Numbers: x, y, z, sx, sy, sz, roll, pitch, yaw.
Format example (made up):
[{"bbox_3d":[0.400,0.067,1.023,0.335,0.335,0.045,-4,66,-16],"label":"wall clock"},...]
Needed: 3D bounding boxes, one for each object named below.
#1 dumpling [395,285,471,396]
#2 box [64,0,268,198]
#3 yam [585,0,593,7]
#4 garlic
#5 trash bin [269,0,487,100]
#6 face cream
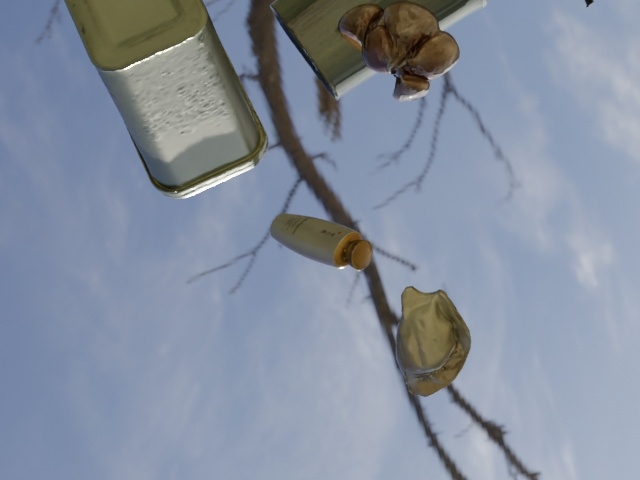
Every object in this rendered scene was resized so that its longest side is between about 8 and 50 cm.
[{"bbox_3d":[0.196,0.175,2.256,0.118,0.136,0.199,-41,-58,-71],"label":"dumpling"},{"bbox_3d":[-0.235,-0.286,1.725,0.344,0.177,0.352,69,176,-66],"label":"box"},{"bbox_3d":[0.337,-0.353,1.681,0.107,0.014,0.014,61,-145,-31],"label":"yam"},{"bbox_3d":[0.149,-0.366,2.362,0.214,0.160,0.191,53,-177,4],"label":"garlic"},{"bbox_3d":[0.138,-0.510,2.649,0.280,0.432,0.280,54,-178,-3],"label":"trash bin"},{"bbox_3d":[0.000,0.000,1.966,0.072,0.182,0.051,-46,-47,-25],"label":"face cream"}]
